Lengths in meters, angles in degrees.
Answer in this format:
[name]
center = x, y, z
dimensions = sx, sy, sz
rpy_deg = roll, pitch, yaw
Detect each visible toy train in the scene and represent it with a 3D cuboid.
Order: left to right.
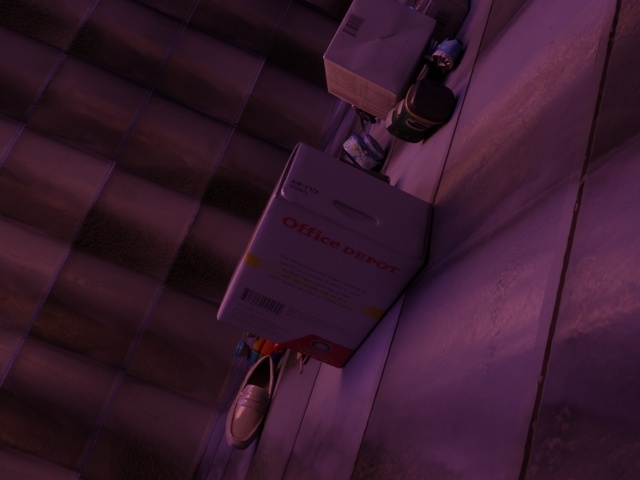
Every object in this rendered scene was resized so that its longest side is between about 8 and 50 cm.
[toy train]
center = -0.173, 0.305, 2.259
dimensions = 0.105, 0.143, 0.248
rpy_deg = -85, 19, -65

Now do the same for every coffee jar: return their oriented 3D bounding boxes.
[coffee jar]
center = 0.209, -0.272, 1.472
dimensions = 0.184, 0.096, 0.079
rpy_deg = 145, 144, -75

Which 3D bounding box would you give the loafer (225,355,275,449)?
[loafer]
center = -0.208, 0.482, 2.106
dimensions = 0.320, 0.112, 0.112
rpy_deg = -75, 3, -51

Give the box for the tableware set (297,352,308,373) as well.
[tableware set]
center = -0.045, 0.261, 1.884
dimensions = 0.194, 0.039, 0.128
rpy_deg = -93, 27, -74

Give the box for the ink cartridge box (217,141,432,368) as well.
[ink cartridge box]
center = 0.000, 0.043, 1.314
dimensions = 0.385, 0.279, 0.160
rpy_deg = 122, 169, -46

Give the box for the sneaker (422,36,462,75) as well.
[sneaker]
center = 0.287, -0.423, 1.587
dimensions = 0.073, 0.063, 0.162
rpy_deg = -48, 12, 3

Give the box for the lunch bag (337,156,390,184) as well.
[lunch bag]
center = 0.040, -0.002, 1.618
dimensions = 0.235, 0.168, 0.287
rpy_deg = 126, 158, -48

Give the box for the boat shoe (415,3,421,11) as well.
[boat shoe]
center = 0.249, -0.581, 2.102
dimensions = 0.116, 0.096, 0.325
rpy_deg = 154, 138, -79

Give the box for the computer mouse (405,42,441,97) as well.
[computer mouse]
center = 0.259, -0.398, 1.759
dimensions = 0.242, 0.041, 0.071
rpy_deg = -62, -5, -3

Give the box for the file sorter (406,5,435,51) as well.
[file sorter]
center = 0.273, -0.593, 1.950
dimensions = 0.118, 0.104, 0.170
rpy_deg = -91, 25, -71

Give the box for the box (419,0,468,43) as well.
[box]
center = 0.314, -0.617, 1.764
dimensions = 0.275, 0.094, 0.113
rpy_deg = -76, 11, -47

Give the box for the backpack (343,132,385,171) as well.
[backpack]
center = 0.123, -0.249, 1.940
dimensions = 0.084, 0.114, 0.105
rpy_deg = -44, 12, 15

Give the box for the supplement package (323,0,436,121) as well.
[supplement package]
center = 0.142, -0.444, 1.710
dimensions = 0.199, 0.198, 0.263
rpy_deg = -62, -6, -3

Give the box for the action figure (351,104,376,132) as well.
[action figure]
center = 0.167, -0.493, 2.276
dimensions = 0.276, 0.140, 0.164
rpy_deg = -58, 15, 34
